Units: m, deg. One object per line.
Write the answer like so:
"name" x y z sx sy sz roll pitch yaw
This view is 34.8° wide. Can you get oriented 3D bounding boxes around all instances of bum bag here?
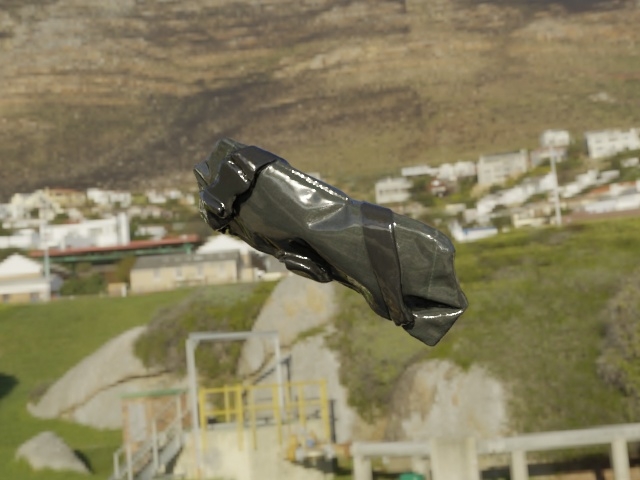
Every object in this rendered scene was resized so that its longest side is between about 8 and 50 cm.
"bum bag" 0.000 0.000 0.634 0.198 0.049 0.087 27 -44 14
